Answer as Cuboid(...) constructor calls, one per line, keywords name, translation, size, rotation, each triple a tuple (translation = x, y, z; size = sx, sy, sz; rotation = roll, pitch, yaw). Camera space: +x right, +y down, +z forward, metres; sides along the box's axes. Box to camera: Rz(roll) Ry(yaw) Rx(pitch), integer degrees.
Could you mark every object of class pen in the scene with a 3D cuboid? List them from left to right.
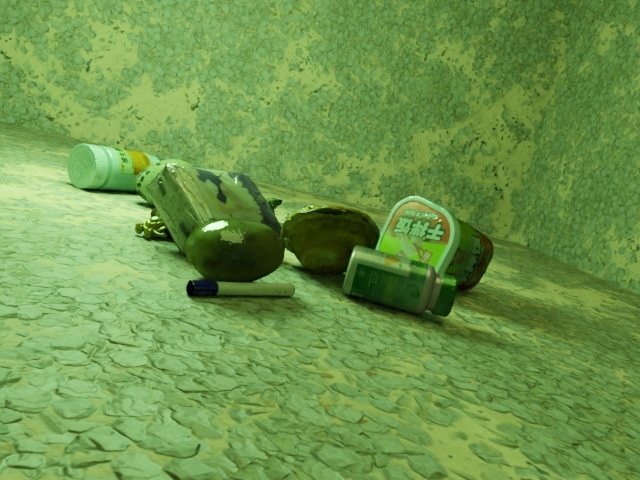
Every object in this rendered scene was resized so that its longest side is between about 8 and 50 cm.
Cuboid(name="pen", translation=(-0.164, 0.104, 1.234), size=(0.268, 0.033, 0.033), rotation=(6, 13, -41))

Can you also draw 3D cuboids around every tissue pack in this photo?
Cuboid(name="tissue pack", translation=(-0.284, -0.080, 1.579), size=(0.343, 0.125, 0.242), rotation=(-4, 57, -58))

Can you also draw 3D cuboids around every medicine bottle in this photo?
Cuboid(name="medicine bottle", translation=(-0.737, -0.258, 2.087), size=(0.158, 0.158, 0.318), rotation=(20, 10, 29))
Cuboid(name="medicine bottle", translation=(0.201, 0.108, 1.449), size=(0.274, 0.134, 0.133), rotation=(16, 10, 5))

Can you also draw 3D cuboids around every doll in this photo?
Cuboid(name="doll", translation=(-0.415, -0.051, 1.590), size=(0.145, 0.096, 0.188), rotation=(10, 20, 5))

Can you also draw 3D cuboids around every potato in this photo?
Cuboid(name="potato", translation=(-0.183, 0.026, 1.305), size=(0.251, 0.159, 0.174), rotation=(-9, 43, -43))

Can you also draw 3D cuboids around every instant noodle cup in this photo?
Cuboid(name="instant noodle cup", translation=(0.385, 0.028, 1.833), size=(0.307, 0.294, 0.293), rotation=(14, 7, -44))

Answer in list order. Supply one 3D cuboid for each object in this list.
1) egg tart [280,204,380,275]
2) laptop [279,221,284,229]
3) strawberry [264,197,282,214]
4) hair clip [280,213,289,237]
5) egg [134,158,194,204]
Cuboid(name="egg tart", translation=(0.024, 0.014, 1.571), size=(0.294, 0.116, 0.295), rotation=(4, -31, 2))
Cuboid(name="laptop", translation=(-0.140, -0.047, 2.172), size=(0.268, 0.015, 0.187), rotation=(16, 10, 8))
Cuboid(name="strawberry", translation=(-0.272, -0.095, 2.026), size=(0.285, 0.106, 0.188), rotation=(-4, 12, -22))
Cuboid(name="hair clip", translation=(-0.009, 0.012, 1.860), size=(0.278, 0.090, 0.137), rotation=(26, 0, 18))
Cuboid(name="egg", translation=(-0.527, -0.193, 1.981), size=(0.228, 0.177, 0.177), rotation=(-3, 13, -9))
